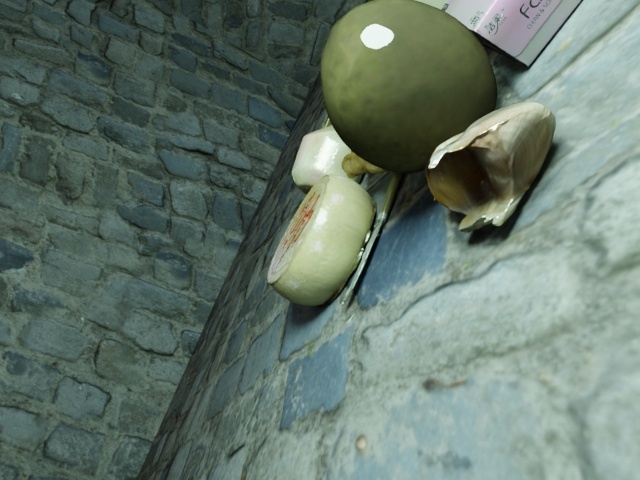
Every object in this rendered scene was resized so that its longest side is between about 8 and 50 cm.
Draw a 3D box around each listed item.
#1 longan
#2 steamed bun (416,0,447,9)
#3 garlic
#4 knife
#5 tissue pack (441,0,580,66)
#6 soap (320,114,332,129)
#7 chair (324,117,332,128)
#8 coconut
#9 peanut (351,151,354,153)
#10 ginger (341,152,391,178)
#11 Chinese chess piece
[{"bbox_3d":[0.111,-0.206,0.633,0.215,0.246,0.246,-46,7,-22],"label":"longan"},{"bbox_3d":[0.227,-0.562,1.065,0.164,0.147,0.241,-54,18,22],"label":"steamed bun"},{"bbox_3d":[0.170,-0.084,0.510,0.124,0.099,0.174,-51,10,-16],"label":"garlic"},{"bbox_3d":[0.097,-0.022,0.808,0.297,0.017,0.047,-67,9,-18],"label":"knife"},{"bbox_3d":[0.265,-0.352,0.654,0.148,0.093,0.246,-55,15,26],"label":"tissue pack"},{"bbox_3d":[0.088,-0.452,1.518,0.135,0.076,0.233,-42,24,56],"label":"soap"},{"bbox_3d":[0.039,-0.275,1.355,0.221,0.104,0.095,-59,-12,-3],"label":"chair"},{"bbox_3d":[0.025,-0.184,1.081,0.182,0.171,0.171,-69,15,-13],"label":"coconut"},{"bbox_3d":[0.130,-0.235,0.904,0.110,0.120,0.236,-27,-27,-50],"label":"peanut"},{"bbox_3d":[0.090,-0.168,0.864,0.165,0.067,0.096,2,94,56],"label":"ginger"},{"bbox_3d":[0.000,0.000,0.931,0.270,0.112,0.270,-56,14,22],"label":"Chinese chess piece"}]
